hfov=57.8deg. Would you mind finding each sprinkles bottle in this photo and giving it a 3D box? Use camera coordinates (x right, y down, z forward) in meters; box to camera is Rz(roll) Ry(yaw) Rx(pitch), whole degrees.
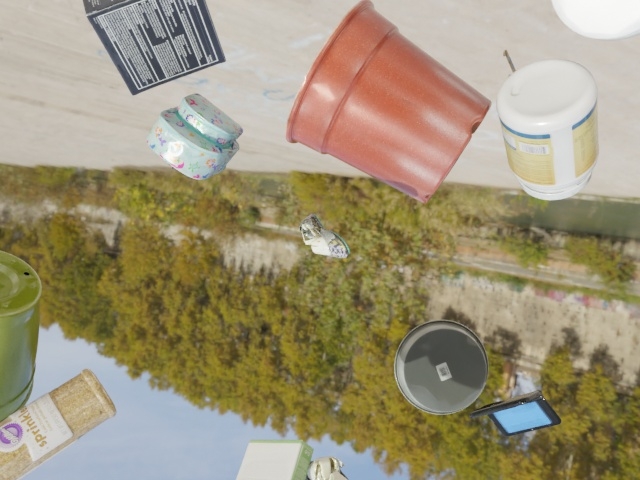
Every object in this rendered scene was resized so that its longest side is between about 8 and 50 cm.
[{"bbox_3d":[-0.588,0.398,1.134,0.355,0.121,0.121,-32,-157,-29],"label":"sprinkles bottle"}]

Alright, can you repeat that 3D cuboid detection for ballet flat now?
[{"bbox_3d":[0.000,0.000,0.819,0.041,0.041,0.114,11,-161,-32],"label":"ballet flat"},{"bbox_3d":[0.031,0.541,1.287,0.095,0.096,0.280,-11,-165,-26],"label":"ballet flat"}]

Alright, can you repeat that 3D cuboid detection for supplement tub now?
[{"bbox_3d":[0.475,-0.421,0.901,0.191,0.191,0.272,10,-149,31],"label":"supplement tub"},{"bbox_3d":[0.370,-0.172,0.935,0.144,0.144,0.200,10,152,32],"label":"supplement tub"}]

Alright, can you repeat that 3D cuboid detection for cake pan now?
[{"bbox_3d":[0.374,0.392,1.770,0.293,0.293,0.054,11,180,0],"label":"cake pan"}]

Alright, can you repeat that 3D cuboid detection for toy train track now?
[{"bbox_3d":[0.379,-0.338,1.152,0.014,0.083,0.048,-20,174,-3],"label":"toy train track"}]

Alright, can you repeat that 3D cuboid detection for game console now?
[{"bbox_3d":[0.353,0.323,1.053,0.122,0.071,0.107,-31,160,36],"label":"game console"}]

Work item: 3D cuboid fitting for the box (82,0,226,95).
[{"bbox_3d":[-0.453,-0.604,1.599,0.293,0.183,0.296,-20,151,-4],"label":"box"}]

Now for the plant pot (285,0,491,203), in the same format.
[{"bbox_3d":[0.123,-0.215,0.987,0.265,0.272,0.272,33,-179,5],"label":"plant pot"}]

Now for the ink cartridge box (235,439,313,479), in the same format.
[{"bbox_3d":[-0.125,0.567,1.302,0.171,0.235,0.056,-14,132,36],"label":"ink cartridge box"}]

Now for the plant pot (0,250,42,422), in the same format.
[{"bbox_3d":[-0.849,0.220,1.414,0.366,0.353,0.366,26,-153,-15],"label":"plant pot"}]

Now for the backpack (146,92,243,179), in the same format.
[{"bbox_3d":[-0.351,-0.287,1.625,0.225,0.191,0.253,38,-153,-2],"label":"backpack"}]
